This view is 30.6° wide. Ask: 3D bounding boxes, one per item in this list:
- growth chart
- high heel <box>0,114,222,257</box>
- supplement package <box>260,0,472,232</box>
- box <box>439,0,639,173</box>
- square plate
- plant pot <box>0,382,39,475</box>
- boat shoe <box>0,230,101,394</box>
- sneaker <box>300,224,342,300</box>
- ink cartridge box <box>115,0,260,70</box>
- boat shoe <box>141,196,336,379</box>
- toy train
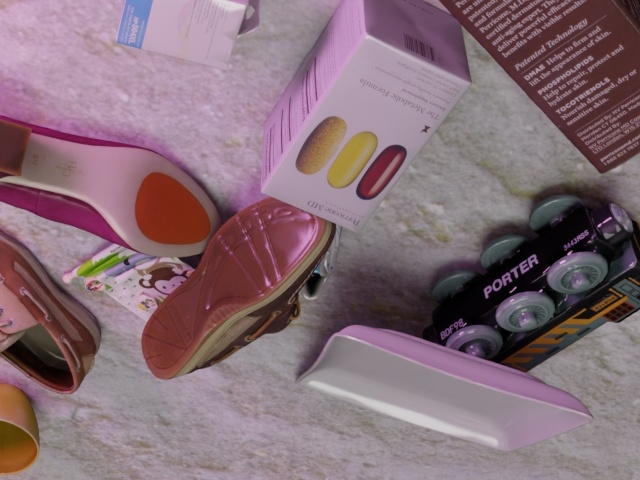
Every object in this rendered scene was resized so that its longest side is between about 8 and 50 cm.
[{"bbox_3d":[-0.209,0.074,1.590,0.237,0.021,0.172,36,131,-23],"label":"growth chart"},{"bbox_3d":[-0.306,-0.073,1.457,0.377,0.127,0.181,27,167,-35],"label":"high heel"},{"bbox_3d":[0.045,-0.152,1.336,0.139,0.134,0.244,22,128,-19],"label":"supplement package"},{"bbox_3d":[0.226,-0.262,1.204,0.143,0.191,0.381,-32,124,25],"label":"box"},{"bbox_3d":[0.156,0.201,1.598,0.343,0.049,0.347,19,161,-4],"label":"square plate"},{"bbox_3d":[-0.476,0.268,1.728,0.134,0.095,0.134,-1,132,-1],"label":"plant pot"},{"bbox_3d":[-0.418,0.090,1.556,0.123,0.116,0.324,-32,125,24],"label":"boat shoe"},{"bbox_3d":[0.000,0.000,1.508,0.071,0.083,0.191,3,131,-1],"label":"sneaker"},{"bbox_3d":[-0.139,-0.255,1.269,0.143,0.092,0.090,14,130,-12],"label":"ink cartridge box"},{"bbox_3d":[-0.086,0.063,1.497,0.123,0.123,0.342,10,133,-48],"label":"boat shoe"},{"bbox_3d":[0.296,0.075,1.551,0.190,0.142,0.334,27,127,-35],"label":"toy train"}]
